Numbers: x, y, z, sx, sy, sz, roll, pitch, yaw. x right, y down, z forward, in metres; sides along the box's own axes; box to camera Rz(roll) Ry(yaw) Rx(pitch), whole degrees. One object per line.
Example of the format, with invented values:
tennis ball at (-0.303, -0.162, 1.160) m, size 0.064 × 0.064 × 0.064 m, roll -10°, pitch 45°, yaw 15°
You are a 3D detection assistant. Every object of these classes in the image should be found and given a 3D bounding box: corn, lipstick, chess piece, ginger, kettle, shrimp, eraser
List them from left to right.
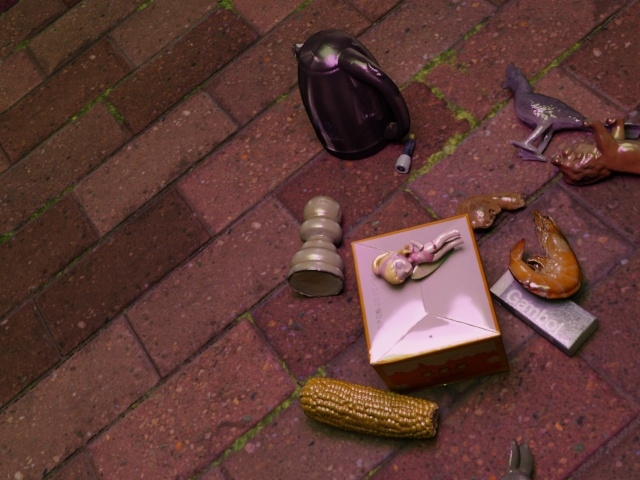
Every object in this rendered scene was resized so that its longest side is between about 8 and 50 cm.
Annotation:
chess piece at (0.000, 0.000, 1.761) m, size 0.133 × 0.133 × 0.243 m, roll -6°, pitch 56°, yaw 18°
kettle at (0.083, -0.363, 1.809) m, size 0.321 × 0.324 × 0.228 m, roll 32°, pitch 76°, yaw 32°
corn at (0.092, 0.353, 1.537) m, size 0.310 × 0.101 × 0.102 m, roll 9°, pitch 65°, yaw 20°
lipstick at (0.220, -0.225, 1.856) m, size 0.037 × 0.037 × 0.116 m, roll 9°, pitch 61°, yaw 25°
ginger at (0.384, -0.068, 1.681) m, size 0.165 × 0.067 × 0.096 m, roll -14°, pitch 36°, yaw 13°
eraser at (0.463, 0.142, 1.543) m, size 0.092 × 0.046 × 0.212 m, roll -46°, pitch 56°, yaw -9°
shrimp at (0.474, 0.029, 1.572) m, size 0.150 × 0.068 × 0.249 m, roll 7°, pitch 43°, yaw 3°

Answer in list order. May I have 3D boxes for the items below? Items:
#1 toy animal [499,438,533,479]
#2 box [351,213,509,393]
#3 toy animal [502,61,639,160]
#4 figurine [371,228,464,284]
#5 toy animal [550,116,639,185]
toy animal at (0.372, 0.497, 1.358) m, size 0.108 × 0.138 × 0.236 m, roll -53°, pitch 19°, yaw 33°
box at (0.227, 0.139, 1.537) m, size 0.259 × 0.214 × 0.284 m, roll -14°, pitch 59°, yaw 10°
toy animal at (0.536, -0.278, 1.736) m, size 0.367 × 0.081 × 0.206 m, roll 37°, pitch 81°, yaw 29°
figurine at (0.189, 0.029, 1.449) m, size 0.187 × 0.083 × 0.083 m, roll -29°, pitch 55°, yaw 9°
toy animal at (0.671, -0.189, 1.620) m, size 0.312 × 0.158 × 0.097 m, roll 8°, pitch 22°, yaw 18°
